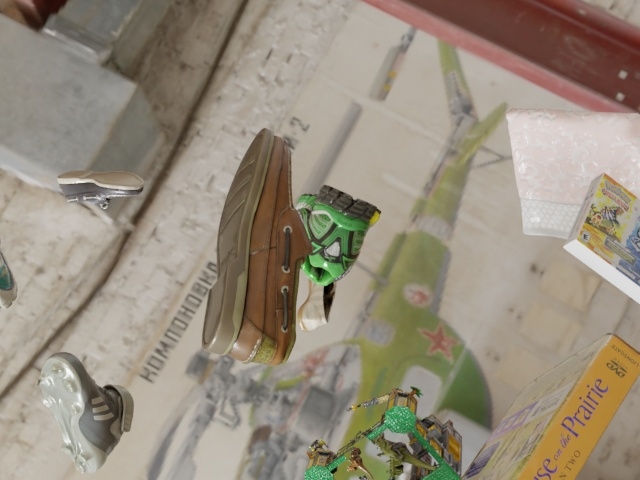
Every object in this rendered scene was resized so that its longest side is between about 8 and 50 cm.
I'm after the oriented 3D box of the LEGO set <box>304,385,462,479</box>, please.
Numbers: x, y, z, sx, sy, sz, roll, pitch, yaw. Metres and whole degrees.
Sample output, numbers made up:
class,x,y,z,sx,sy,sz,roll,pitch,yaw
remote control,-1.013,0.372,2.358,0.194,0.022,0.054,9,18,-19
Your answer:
class,x,y,z,sx,sy,sz,roll,pitch,yaw
LEGO set,0.137,0.432,1.833,0.331,0.255,0.192,-48,5,20

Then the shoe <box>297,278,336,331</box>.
class,x,y,z,sx,sy,sz,roll,pitch,yaw
shoe,0.008,0.116,1.873,0.058,0.076,0.219,-19,26,25

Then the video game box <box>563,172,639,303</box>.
class,x,y,z,sx,sy,sz,roll,pitch,yaw
video game box,0.584,-0.002,1.707,0.187,0.205,0.048,-59,7,-34

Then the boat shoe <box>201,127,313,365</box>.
class,x,y,z,sx,sy,sz,roll,pitch,yaw
boat shoe,-0.067,0.009,1.100,0.111,0.105,0.307,140,143,-58

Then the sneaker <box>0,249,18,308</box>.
class,x,y,z,sx,sy,sz,roll,pitch,yaw
sneaker,-0.538,-0.003,1.348,0.107,0.275,0.110,-32,-39,-21

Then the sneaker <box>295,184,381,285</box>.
class,x,y,z,sx,sy,sz,roll,pitch,yaw
sneaker,0.000,0.000,1.536,0.146,0.134,0.343,-64,2,-6

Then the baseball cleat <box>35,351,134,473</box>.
class,x,y,z,sx,sy,sz,roll,pitch,yaw
baseball cleat,-0.288,0.195,1.105,0.109,0.072,0.205,-49,-28,-44

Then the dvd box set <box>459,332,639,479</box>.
class,x,y,z,sx,sy,sz,roll,pitch,yaw
dvd box set,0.215,0.323,1.095,0.420,0.062,0.307,-49,-8,-23

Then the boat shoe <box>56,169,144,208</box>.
class,x,y,z,sx,sy,sz,roll,pitch,yaw
boat shoe,-0.431,-0.099,1.764,0.075,0.206,0.064,-39,-50,-54

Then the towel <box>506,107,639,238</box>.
class,x,y,z,sx,sy,sz,roll,pitch,yaw
towel,0.576,-0.136,1.957,0.053,0.332,0.316,-36,-56,-40
